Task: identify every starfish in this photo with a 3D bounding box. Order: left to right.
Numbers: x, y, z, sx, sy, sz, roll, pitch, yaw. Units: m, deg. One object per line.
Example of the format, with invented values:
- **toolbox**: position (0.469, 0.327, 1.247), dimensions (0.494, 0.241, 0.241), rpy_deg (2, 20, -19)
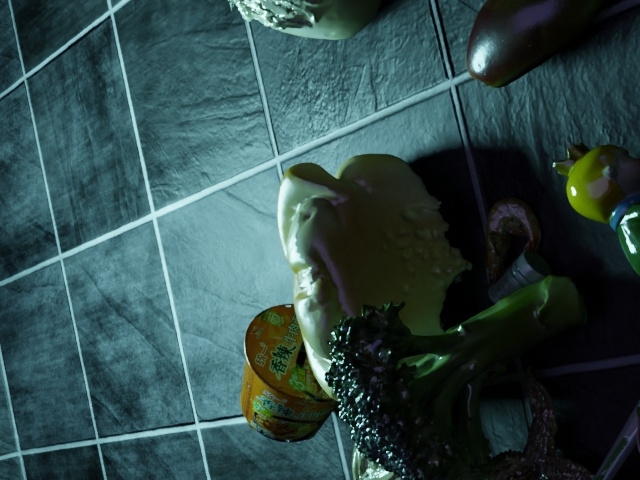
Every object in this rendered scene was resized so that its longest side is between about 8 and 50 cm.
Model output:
- **starfish**: position (0.335, 0.406, 1.786), dimensions (0.301, 0.084, 0.293), rpy_deg (52, 120, 32)

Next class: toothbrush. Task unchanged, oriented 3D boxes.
- **toothbrush**: position (0.386, 0.380, 1.650), dimensions (0.042, 0.040, 0.418), rpy_deg (35, 98, 36)

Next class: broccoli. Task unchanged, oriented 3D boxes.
- **broccoli**: position (0.222, 0.224, 1.745), dimensions (0.275, 0.397, 0.353), rpy_deg (58, 157, 24)

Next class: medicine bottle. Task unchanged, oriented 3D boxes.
- **medicine bottle**: position (0.312, 0.065, 1.775), dimensions (0.091, 0.058, 0.058), rpy_deg (-51, 58, 31)

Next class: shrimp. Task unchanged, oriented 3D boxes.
- **shrimp**: position (0.308, 0.011, 1.813), dimensions (0.095, 0.045, 0.162), rpy_deg (7, 104, 21)

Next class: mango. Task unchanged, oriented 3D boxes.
- **mango**: position (0.311, -0.329, 1.687), dimensions (0.267, 0.111, 0.133), rpy_deg (-35, 58, 42)

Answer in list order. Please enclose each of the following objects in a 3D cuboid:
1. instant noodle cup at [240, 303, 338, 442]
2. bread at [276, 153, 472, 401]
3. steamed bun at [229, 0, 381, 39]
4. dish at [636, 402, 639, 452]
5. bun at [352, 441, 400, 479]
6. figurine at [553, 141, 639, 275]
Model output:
- **instant noodle cup**: position (-0.052, 0.263, 2.148), dimensions (0.230, 0.230, 0.182), rpy_deg (53, 141, 30)
- **bread**: position (0.080, 0.063, 1.922), dimensions (0.329, 0.245, 0.424), rpy_deg (-20, 77, 49)
- **steamed bun**: position (-0.043, -0.519, 1.979), dimensions (0.334, 0.233, 0.312), rpy_deg (25, 116, 44)
- **dish**: position (0.536, 0.245, 1.532), dimensions (0.213, 0.090, 0.213), rpy_deg (12, 107, 46)
- **bun**: position (0.129, 0.427, 2.027), dimensions (0.210, 0.116, 0.237), rpy_deg (-24, 79, 49)
- **figurine**: position (0.444, -0.075, 1.568), dimensions (0.185, 0.127, 0.234), rpy_deg (-55, 46, 34)
